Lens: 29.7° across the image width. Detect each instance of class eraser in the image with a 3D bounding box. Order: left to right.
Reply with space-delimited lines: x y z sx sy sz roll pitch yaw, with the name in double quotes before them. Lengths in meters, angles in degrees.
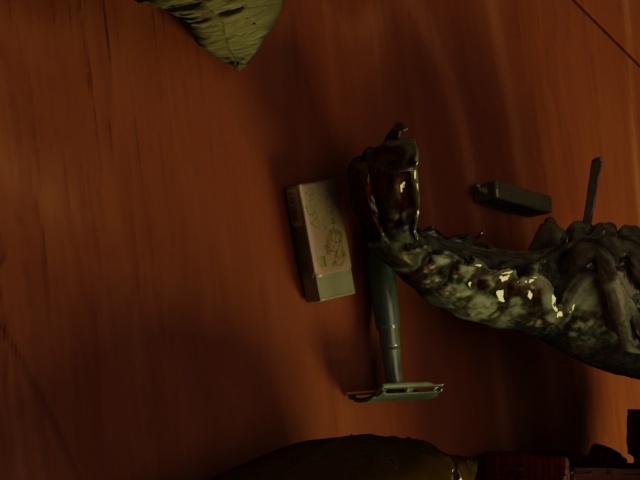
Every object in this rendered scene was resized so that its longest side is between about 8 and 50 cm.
"eraser" 0.000 0.000 0.847 0.038 0.019 0.083 -12 91 -44

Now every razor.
"razor" 0.048 0.049 0.875 0.068 0.040 0.135 5 75 -42

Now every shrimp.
"shrimp" 0.204 0.020 0.904 0.411 0.221 0.166 7 105 -20

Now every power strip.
"power strip" 0.157 -0.034 0.992 0.083 0.027 0.017 11 72 -39

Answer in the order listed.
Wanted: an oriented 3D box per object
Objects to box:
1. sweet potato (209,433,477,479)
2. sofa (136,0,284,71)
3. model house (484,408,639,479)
"sweet potato" -0.072 0.201 0.681 0.423 0.130 0.130 -10 90 -37
"sofa" -0.132 -0.227 0.727 0.226 0.176 0.210 -1 82 -14
"model house" 0.205 0.257 0.936 0.207 0.154 0.293 32 59 -76
